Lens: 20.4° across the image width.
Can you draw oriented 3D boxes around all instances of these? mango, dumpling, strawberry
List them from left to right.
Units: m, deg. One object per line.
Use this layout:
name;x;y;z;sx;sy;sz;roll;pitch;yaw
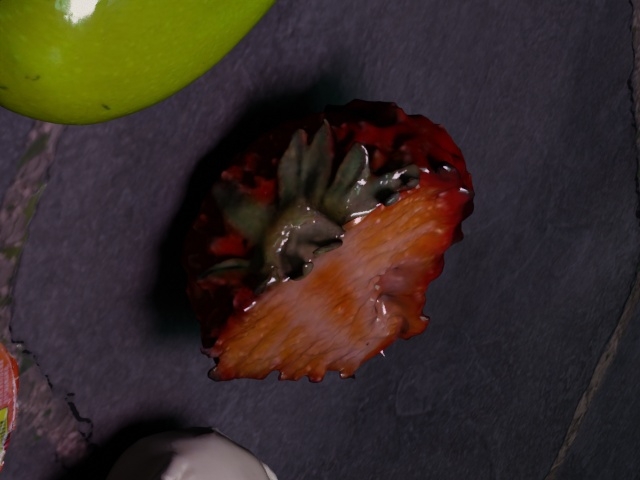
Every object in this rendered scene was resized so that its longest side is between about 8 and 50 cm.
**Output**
mango;-0.103;-0.187;1.113;0.343;0.156;0.192;-31;142;-42
dumpling;-0.128;0.241;1.478;0.193;0.147;0.258;-36;163;22
strawberry;0.009;-0.012;1.447;0.253;0.150;0.280;-46;156;18

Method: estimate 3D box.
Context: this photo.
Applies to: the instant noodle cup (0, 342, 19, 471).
instant noodle cup;-0.307;0.081;0.988;0.193;0.212;0.193;-35;141;-35
